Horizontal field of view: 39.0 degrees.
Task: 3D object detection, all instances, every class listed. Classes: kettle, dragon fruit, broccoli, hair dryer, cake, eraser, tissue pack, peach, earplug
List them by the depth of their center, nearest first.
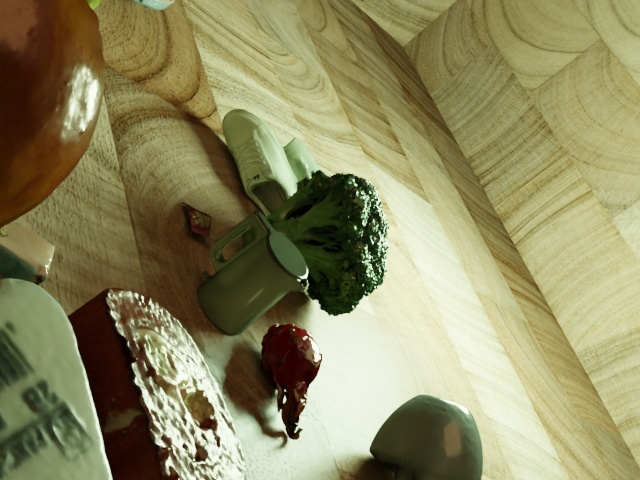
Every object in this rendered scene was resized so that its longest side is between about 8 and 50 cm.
[{"bbox_3d":[-0.311,0.166,0.770,0.331,0.150,0.331,43,21,-21],"label":"eraser"},{"bbox_3d":[-0.367,-0.171,0.907,0.343,0.302,0.342,47,-27,33],"label":"peach"},{"bbox_3d":[-0.197,0.197,0.961,0.283,0.151,0.177,62,11,25],"label":"cake"},{"bbox_3d":[-0.359,0.013,1.039,0.094,0.059,0.074,40,22,-29],"label":"tissue pack"},{"bbox_3d":[-0.036,0.205,1.357,0.094,0.094,0.190,30,35,-44],"label":"dragon fruit"},{"bbox_3d":[-0.104,0.053,1.373,0.098,0.148,0.126,29,30,-44],"label":"kettle"},{"bbox_3d":[0.186,0.386,1.386,0.214,0.175,0.325,33,28,-36],"label":"earplug"},{"bbox_3d":[0.000,0.000,1.593,0.270,0.270,0.270,-4,52,-28],"label":"broccoli"},{"bbox_3d":[-0.014,-0.106,1.863,0.206,0.075,0.237,53,4,-11],"label":"hair dryer"}]

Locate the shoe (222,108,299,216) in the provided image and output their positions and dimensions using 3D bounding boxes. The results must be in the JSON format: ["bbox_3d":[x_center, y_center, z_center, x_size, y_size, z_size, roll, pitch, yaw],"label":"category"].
[{"bbox_3d":[-0.115,-0.139,1.740,0.265,0.095,0.110,55,22,3],"label":"shoe"}]

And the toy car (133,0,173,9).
[{"bbox_3d":[-0.363,-0.617,1.836,0.270,0.212,0.180,59,22,17],"label":"toy car"}]

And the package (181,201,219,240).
[{"bbox_3d":[-0.196,-0.032,1.489,0.059,0.029,0.083,25,22,-36],"label":"package"}]

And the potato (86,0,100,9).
[{"bbox_3d":[-0.441,-0.394,1.417,0.176,0.141,0.298,59,22,5],"label":"potato"}]
